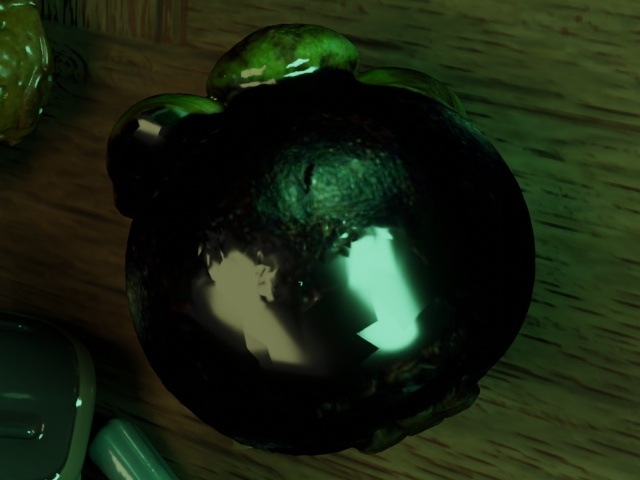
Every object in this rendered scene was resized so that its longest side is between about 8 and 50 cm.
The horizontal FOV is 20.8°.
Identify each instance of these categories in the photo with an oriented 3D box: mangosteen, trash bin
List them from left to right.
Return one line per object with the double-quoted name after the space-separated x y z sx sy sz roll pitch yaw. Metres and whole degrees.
-0.293 0.152 1.197 0.290 0.209 0.182 -48 45 42 "trash bin"
0.000 0.000 0.925 0.243 0.243 0.243 9 105 38 "mangosteen"

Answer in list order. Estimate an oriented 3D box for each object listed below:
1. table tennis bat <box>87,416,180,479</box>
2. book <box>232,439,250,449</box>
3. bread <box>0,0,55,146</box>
-0.067 0.211 1.144 0.244 0.040 0.153 46 127 18 "table tennis bat"
-0.028 0.027 1.082 0.138 0.016 0.198 -14 90 41 "book"
-0.287 -0.140 1.187 0.246 0.135 0.232 52 130 21 "bread"
